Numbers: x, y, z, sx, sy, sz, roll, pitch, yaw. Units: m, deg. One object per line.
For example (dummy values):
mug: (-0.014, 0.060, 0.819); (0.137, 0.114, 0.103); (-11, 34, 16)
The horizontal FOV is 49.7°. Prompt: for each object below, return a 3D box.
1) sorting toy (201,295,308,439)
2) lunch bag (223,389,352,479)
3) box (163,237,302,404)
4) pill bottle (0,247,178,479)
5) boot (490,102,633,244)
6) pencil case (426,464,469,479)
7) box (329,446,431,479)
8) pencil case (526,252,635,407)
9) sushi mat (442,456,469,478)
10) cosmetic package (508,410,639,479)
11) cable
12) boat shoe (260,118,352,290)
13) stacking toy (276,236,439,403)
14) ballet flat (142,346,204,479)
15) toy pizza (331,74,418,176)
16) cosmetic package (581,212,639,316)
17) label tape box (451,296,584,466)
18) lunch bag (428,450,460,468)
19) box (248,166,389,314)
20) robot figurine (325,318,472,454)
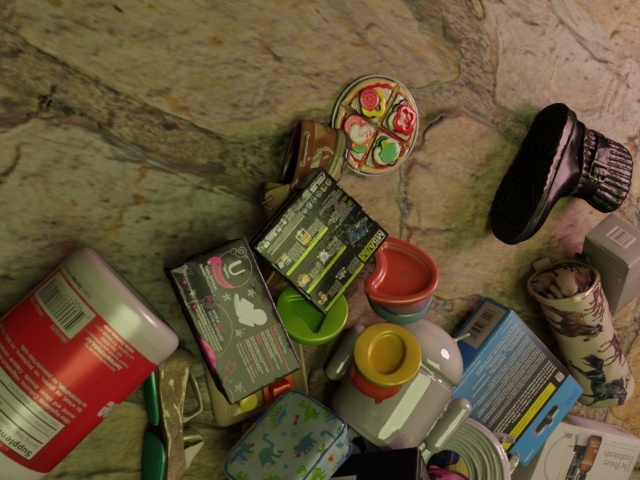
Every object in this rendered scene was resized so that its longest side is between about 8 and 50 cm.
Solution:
sorting toy: (-0.120, 0.265, 1.348); (0.196, 0.047, 0.348); (-15, 111, -19)
lunch bag: (-0.061, 0.396, 1.288); (0.219, 0.176, 0.090); (-45, 139, -28)
box: (-0.156, 0.133, 1.209); (0.142, 0.163, 0.247); (-24, 96, -16)
pill bottle: (-0.442, 0.224, 1.081); (0.407, 0.229, 0.229); (-44, 118, -11)
boot: (0.558, -0.109, 1.565); (0.260, 0.131, 0.348); (28, 88, -30)
pencil case: (0.281, 0.726, 1.609); (0.160, 0.167, 0.386); (-14, 110, -46)
box: (0.064, 0.587, 1.330); (0.343, 0.179, 0.313); (-12, 117, 18)
pencil case: (0.630, 0.228, 1.661); (0.159, 0.184, 0.410); (-22, 120, 14)
sushi mat: (0.360, 0.436, 1.662); (0.151, 0.019, 0.317); (-7, 105, -25)
cosmetic package: (0.654, 0.611, 1.816); (0.377, 0.097, 0.285); (18, 97, -29)
cable: (0.273, 0.499, 1.470); (0.257, 0.257, 0.089); (-69, 157, -13)
boat shoe: (-0.056, -0.072, 1.279); (0.119, 0.122, 0.324); (23, 85, -23)
stacking toy: (0.071, 0.139, 1.324); (0.130, 0.279, 0.309); (96, 15, -53)
ballet flat: (-0.268, 0.344, 1.274); (0.106, 0.107, 0.316); (-5, 106, -33)
toy pizza: (0.114, -0.225, 1.367); (0.201, 0.032, 0.201); (-7, 106, -26)
cosmetic package: (0.687, 0.061, 1.625); (0.107, 0.127, 0.238); (-36, 144, -16)
label tape box: (0.426, 0.330, 1.597); (0.241, 0.106, 0.333); (-49, 117, -6)
lunch bag: (0.267, 0.473, 1.582); (0.065, 0.098, 0.067); (4, 99, -46)
box: (0.000, 0.000, 1.218); (0.184, 0.045, 0.191); (44, 77, -21)
robot figurine: (0.158, 0.304, 1.422); (0.300, 0.200, 0.353); (34, 85, 5)
